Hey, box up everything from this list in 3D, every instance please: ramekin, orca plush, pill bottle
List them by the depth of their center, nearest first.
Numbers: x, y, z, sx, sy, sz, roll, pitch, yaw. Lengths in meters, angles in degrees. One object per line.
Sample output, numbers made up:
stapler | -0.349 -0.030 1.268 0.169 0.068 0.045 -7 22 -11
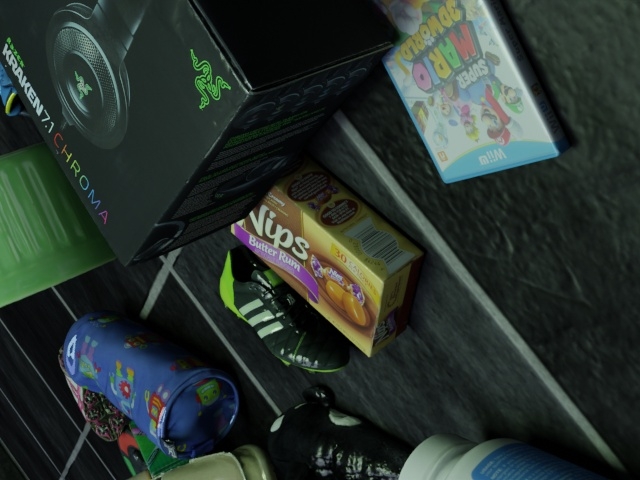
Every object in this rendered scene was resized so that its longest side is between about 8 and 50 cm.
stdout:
pill bottle | 0.165 0.225 0.772 0.221 0.124 0.124 18 134 50
orca plush | 0.017 0.253 1.049 0.287 0.102 0.151 23 138 45
ramekin | -0.366 -0.012 1.175 0.303 0.303 0.148 -11 102 60

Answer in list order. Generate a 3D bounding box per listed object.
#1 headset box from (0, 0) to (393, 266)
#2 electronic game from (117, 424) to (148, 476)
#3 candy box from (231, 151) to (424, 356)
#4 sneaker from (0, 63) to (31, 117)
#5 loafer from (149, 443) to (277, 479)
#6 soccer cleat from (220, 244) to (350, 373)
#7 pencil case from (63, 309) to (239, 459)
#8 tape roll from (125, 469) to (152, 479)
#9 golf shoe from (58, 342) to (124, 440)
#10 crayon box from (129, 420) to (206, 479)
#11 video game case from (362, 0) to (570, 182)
headset box | -0.111 -0.157 0.740 0.246 0.131 0.283 58 143 8
electronic game | -0.276 0.414 1.725 0.229 0.048 0.229 38 147 30
candy box | 0.000 0.000 0.867 0.187 0.053 0.109 40 148 25
sneaker | -0.355 -0.196 1.182 0.209 0.082 0.069 38 149 33
loafer | -0.139 0.313 1.219 0.268 0.092 0.102 -32 73 52
soccer cleat | -0.040 0.068 0.997 0.179 0.060 0.072 34 132 36
pencil case | -0.230 0.190 1.344 0.306 0.119 0.133 20 114 49
tape roll | -0.202 0.527 1.496 0.392 0.072 0.392 60 168 21
golf shoe | -0.387 0.260 1.723 0.186 0.067 0.086 61 159 14
crayon box | -0.175 0.389 1.466 0.165 0.081 0.278 37 151 63
video game case | 0.082 -0.120 0.654 0.119 0.015 0.166 -12 110 60
